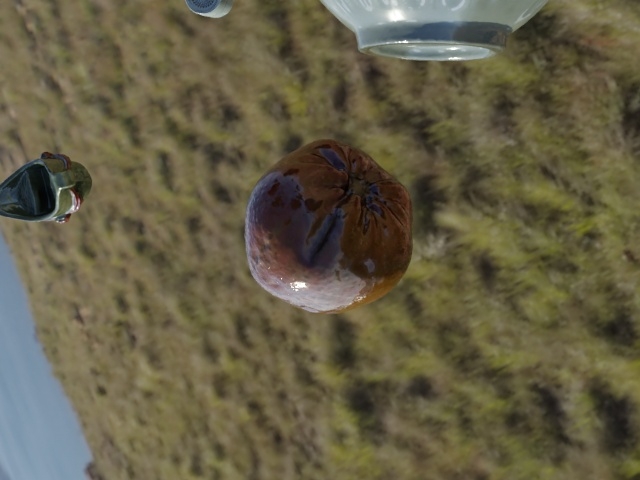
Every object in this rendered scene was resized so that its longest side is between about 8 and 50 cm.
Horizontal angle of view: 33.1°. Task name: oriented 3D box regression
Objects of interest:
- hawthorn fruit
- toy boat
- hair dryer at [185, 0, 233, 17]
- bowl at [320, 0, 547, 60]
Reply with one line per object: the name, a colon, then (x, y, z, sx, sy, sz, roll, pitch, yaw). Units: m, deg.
hawthorn fruit: (0.000, 0.000, 1.710, 0.277, 0.277, 0.298, 60, 137, 17)
toy boat: (-0.329, -0.061, 1.288, 0.185, 0.071, 0.089, -12, 92, 45)
hair dryer: (-0.115, -0.337, 1.308, 0.047, 0.137, 0.082, 28, -168, 1)
bowl: (0.112, -0.266, 1.082, 0.337, 0.337, 0.158, -173, 83, -65)
